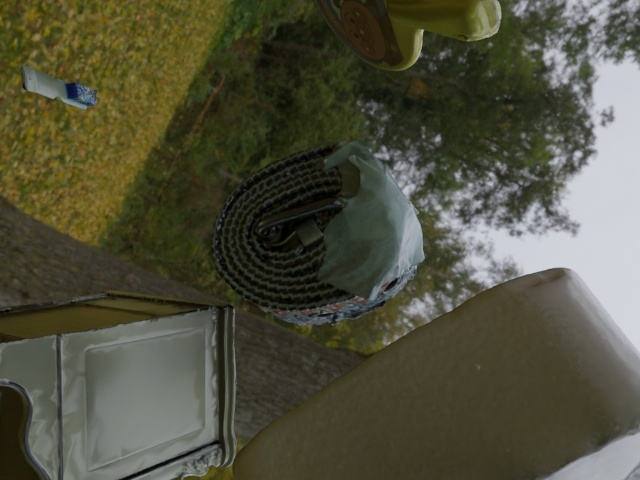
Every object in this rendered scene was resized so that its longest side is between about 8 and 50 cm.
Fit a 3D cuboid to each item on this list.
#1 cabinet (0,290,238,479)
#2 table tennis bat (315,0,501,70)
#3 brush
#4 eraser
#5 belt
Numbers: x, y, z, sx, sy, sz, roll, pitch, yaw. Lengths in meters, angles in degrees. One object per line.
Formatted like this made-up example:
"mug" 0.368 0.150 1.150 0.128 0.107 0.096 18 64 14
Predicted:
"cabinet" -0.319 0.202 0.772 0.318 0.289 0.228 -4 95 -54
"table tennis bat" 0.094 -0.319 0.821 0.054 0.224 0.368 -41 -140 -13
"brush" -0.350 -0.205 0.816 0.178 0.029 0.033 -73 162 -85
"eraser" 0.130 0.200 0.528 0.331 0.331 0.150 -59 -141 34
"belt" 0.000 0.000 0.762 0.150 0.257 0.207 50 26 -68
